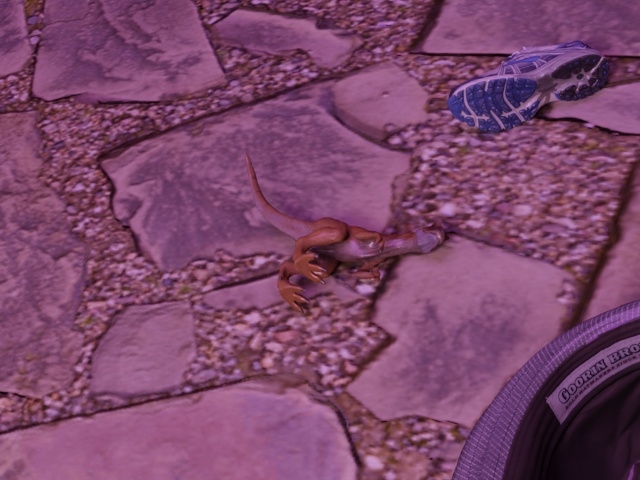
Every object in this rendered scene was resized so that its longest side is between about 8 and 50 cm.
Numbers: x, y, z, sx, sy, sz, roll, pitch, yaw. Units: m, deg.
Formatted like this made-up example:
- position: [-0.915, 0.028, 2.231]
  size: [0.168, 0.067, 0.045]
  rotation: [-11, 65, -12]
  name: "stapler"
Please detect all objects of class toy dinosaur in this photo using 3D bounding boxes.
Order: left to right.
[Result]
- position: [0.000, 0.000, 0.881]
  size: [0.211, 0.064, 0.112]
  rotation: [15, 41, 26]
  name: "toy dinosaur"

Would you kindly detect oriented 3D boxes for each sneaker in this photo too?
- position: [0.173, -0.135, 0.917]
  size: [0.135, 0.052, 0.058]
  rotation: [-14, 36, 5]
  name: "sneaker"

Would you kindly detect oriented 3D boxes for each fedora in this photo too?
- position: [0.196, 0.159, 0.569]
  size: [0.243, 0.124, 0.275]
  rotation: [-11, 39, 25]
  name: "fedora"
